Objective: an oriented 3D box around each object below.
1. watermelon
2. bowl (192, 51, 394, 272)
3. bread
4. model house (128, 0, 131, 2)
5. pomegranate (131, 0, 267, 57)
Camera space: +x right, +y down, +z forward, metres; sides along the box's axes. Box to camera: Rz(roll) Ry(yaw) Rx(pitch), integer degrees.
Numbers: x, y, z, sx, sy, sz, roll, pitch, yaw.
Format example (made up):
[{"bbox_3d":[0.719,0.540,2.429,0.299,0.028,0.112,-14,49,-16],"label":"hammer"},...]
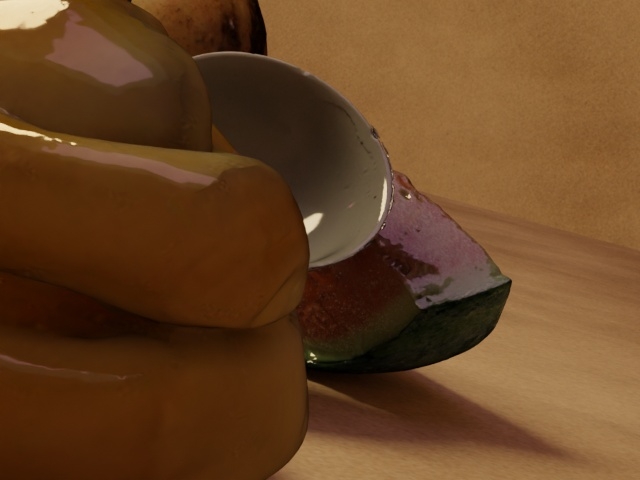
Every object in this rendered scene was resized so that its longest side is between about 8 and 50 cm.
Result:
[{"bbox_3d":[0.000,0.000,1.242,0.148,0.226,0.318,-21,21,-27],"label":"watermelon"},{"bbox_3d":[-0.050,-0.035,1.135,0.189,0.086,0.189,12,52,-15],"label":"bowl"},{"bbox_3d":[-0.155,-0.029,0.893,0.329,0.245,0.424,14,20,-41],"label":"bread"},{"bbox_3d":[-0.267,-0.057,1.212,0.303,0.215,0.237,-15,9,-1],"label":"model house"},{"bbox_3d":[-0.197,-0.165,1.618,0.322,0.322,0.322,13,7,-2],"label":"pomegranate"}]
